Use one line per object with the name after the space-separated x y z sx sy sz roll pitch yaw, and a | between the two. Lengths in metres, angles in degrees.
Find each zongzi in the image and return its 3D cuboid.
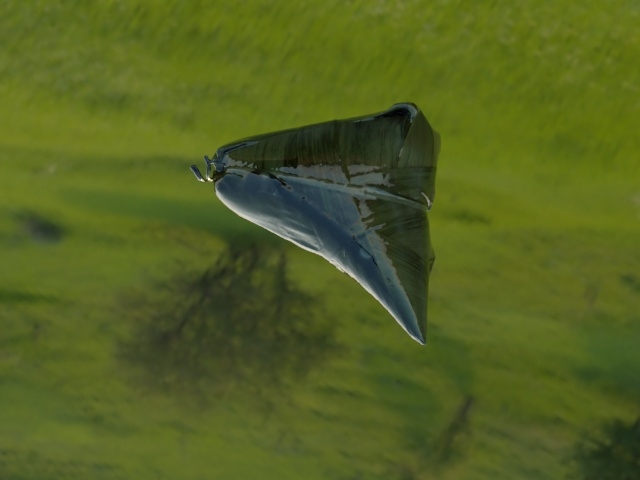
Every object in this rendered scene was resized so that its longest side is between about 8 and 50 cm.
-0.003 0.000 1.233 0.205 0.204 0.094 -8 158 21 | zongzi
